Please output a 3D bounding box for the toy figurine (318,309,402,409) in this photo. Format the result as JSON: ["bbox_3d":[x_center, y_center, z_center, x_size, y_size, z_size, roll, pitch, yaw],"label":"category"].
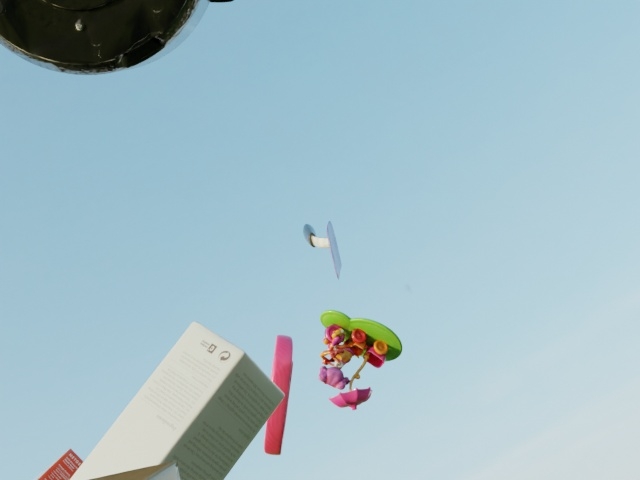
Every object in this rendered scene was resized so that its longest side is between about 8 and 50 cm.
[{"bbox_3d":[0.051,0.235,1.818,0.173,0.159,0.130,30,-37,-5],"label":"toy figurine"}]

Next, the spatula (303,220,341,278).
[{"bbox_3d":[0.000,0.000,1.617,0.030,0.084,0.296,-15,10,-10],"label":"spatula"}]

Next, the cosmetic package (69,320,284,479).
[{"bbox_3d":[-0.297,0.420,1.976,0.453,0.161,0.230,-53,-36,-16],"label":"cosmetic package"}]

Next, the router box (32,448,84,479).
[{"bbox_3d":[-0.697,0.642,2.269,0.301,0.082,0.335,-45,3,-31],"label":"router box"}]

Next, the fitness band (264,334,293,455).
[{"bbox_3d":[-0.103,0.375,2.357,0.054,0.290,0.209,6,-2,0],"label":"fitness band"}]

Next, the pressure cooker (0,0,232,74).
[{"bbox_3d":[-0.345,-0.437,1.477,0.375,0.370,0.420,-40,10,4],"label":"pressure cooker"}]

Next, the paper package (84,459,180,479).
[{"bbox_3d":[-0.405,0.497,1.581,0.325,0.168,0.309,-14,-3,10],"label":"paper package"}]
